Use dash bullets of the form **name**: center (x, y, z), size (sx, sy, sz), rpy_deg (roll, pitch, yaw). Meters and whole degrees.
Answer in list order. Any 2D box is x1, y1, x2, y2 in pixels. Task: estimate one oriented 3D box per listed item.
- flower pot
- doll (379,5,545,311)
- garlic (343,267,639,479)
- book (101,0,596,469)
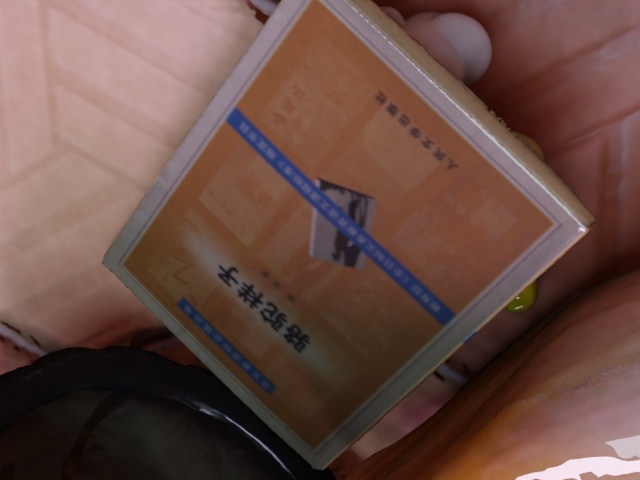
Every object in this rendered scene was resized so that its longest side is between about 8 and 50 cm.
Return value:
- **flower pot**: center (-0.138, 0.234, 0.757), size (0.266, 0.266, 0.267), rpy_deg (37, 128, -4)
- **doll**: center (0.055, -0.036, 0.681), size (0.106, 0.062, 0.162), rpy_deg (-16, 107, 16)
- **garlic**: center (0.128, 0.156, 0.633), size (0.313, 0.286, 0.249), rpy_deg (-28, 141, 4)
- **book**: center (-0.001, 0.000, 0.685), size (0.170, 0.018, 0.242), rpy_deg (44, 134, 3)
